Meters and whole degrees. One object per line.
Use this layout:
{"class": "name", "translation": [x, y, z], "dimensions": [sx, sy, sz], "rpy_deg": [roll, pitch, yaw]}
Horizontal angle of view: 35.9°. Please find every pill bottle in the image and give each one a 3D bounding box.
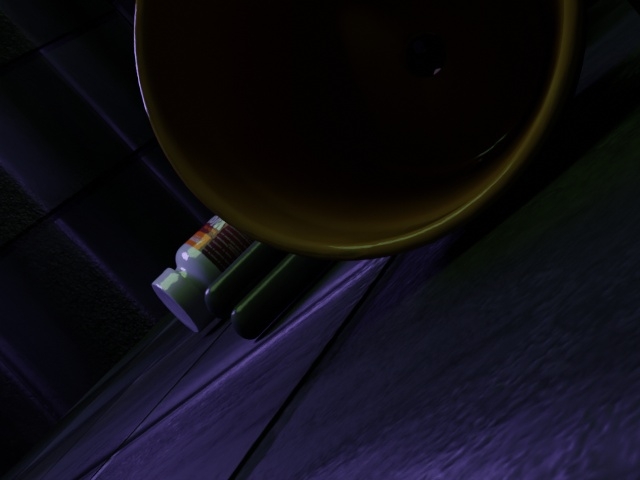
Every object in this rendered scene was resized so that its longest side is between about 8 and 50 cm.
{"class": "pill bottle", "translation": [-0.135, 0.025, 1.460], "dimensions": [0.221, 0.121, 0.121], "rpy_deg": [-44, 5, -17]}

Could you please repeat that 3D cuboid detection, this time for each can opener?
{"class": "can opener", "translation": [0.000, 0.000, 1.046], "dimensions": [0.283, 0.076, 0.095], "rpy_deg": [-45, -27, -22]}

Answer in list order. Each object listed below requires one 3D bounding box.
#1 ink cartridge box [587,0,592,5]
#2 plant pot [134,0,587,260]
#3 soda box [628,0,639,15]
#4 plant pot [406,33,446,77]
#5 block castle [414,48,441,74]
{"class": "ink cartridge box", "translation": [0.308, -0.392, 1.160], "dimensions": [0.128, 0.127, 0.176], "rpy_deg": [-45, -22, -32]}
{"class": "plant pot", "translation": [0.046, -0.138, 0.690], "dimensions": [0.291, 0.290, 0.203], "rpy_deg": [-41, -11, 19]}
{"class": "soda box", "translation": [0.255, -0.198, 0.644], "dimensions": [0.169, 0.060, 0.053], "rpy_deg": [-45, 7, -36]}
{"class": "plant pot", "translation": [0.101, -0.187, 1.153], "dimensions": [0.187, 0.188, 0.167], "rpy_deg": [-44, 16, -13]}
{"class": "block castle", "translation": [0.042, -0.372, 1.582], "dimensions": [0.213, 0.453, 0.303], "rpy_deg": [-30, 12, 34]}
